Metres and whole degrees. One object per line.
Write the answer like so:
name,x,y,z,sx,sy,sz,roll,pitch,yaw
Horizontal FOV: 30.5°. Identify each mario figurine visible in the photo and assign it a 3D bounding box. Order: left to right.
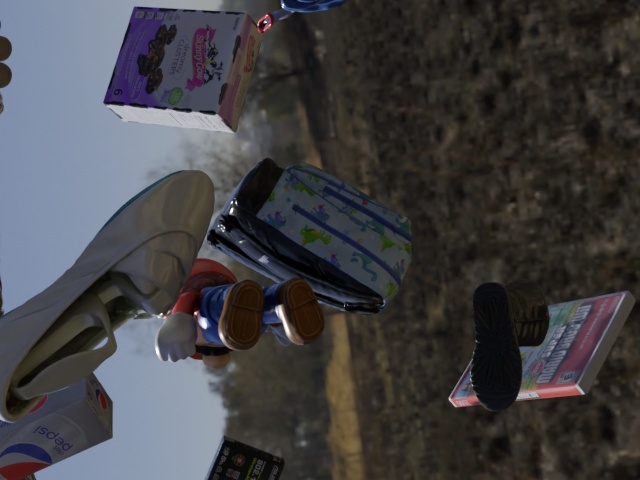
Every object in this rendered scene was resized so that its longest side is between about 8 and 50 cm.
mario figurine,-0.112,0.121,1.523,0.170,0.198,0.320,-60,19,-14

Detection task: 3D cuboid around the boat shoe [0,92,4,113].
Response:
boat shoe,-0.556,-0.220,1.850,0.109,0.098,0.302,19,98,53

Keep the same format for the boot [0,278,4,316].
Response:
boot,-0.499,0.042,1.667,0.305,0.112,0.115,24,96,68

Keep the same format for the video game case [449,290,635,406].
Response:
video game case,0.353,0.177,1.885,0.025,0.204,0.285,49,145,-18

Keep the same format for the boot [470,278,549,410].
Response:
boot,0.271,0.143,1.659,0.208,0.076,0.189,16,-105,-70

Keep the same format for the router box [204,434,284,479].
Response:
router box,-0.114,0.342,1.611,0.038,0.092,0.122,-140,72,-82

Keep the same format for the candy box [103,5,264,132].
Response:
candy box,-0.200,-0.253,1.724,0.070,0.196,0.165,44,-123,-61

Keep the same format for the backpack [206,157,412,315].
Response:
backpack,0.000,0.000,2.219,0.355,0.273,0.290,40,155,1

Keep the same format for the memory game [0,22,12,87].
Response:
memory game,-0.511,-0.248,1.636,0.012,0.186,0.186,19,128,41

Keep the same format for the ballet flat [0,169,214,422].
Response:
ballet flat,-0.259,0.077,1.427,0.139,0.400,0.139,46,166,15

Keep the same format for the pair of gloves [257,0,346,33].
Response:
pair of gloves,0.018,-0.265,1.250,0.023,0.159,0.198,67,164,-6

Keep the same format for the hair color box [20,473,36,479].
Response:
hair color box,-0.649,0.372,2.248,0.185,0.113,0.374,85,159,-64

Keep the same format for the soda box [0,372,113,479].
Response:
soda box,-0.468,0.305,1.820,0.098,0.286,0.091,-108,-7,-61
